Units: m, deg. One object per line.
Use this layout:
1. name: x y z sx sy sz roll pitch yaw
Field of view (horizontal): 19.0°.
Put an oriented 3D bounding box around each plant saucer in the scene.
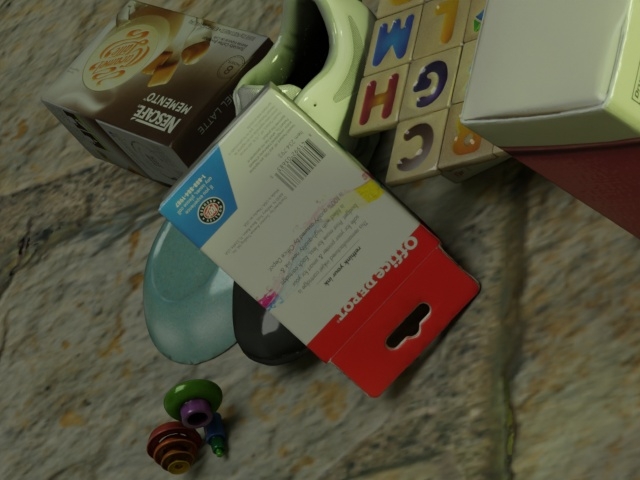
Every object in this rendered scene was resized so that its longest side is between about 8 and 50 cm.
1. plant saucer: -0.108 0.016 1.748 0.195 0.037 0.195 -26 50 36

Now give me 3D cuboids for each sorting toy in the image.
1. sorting toy: -0.110 0.167 1.642 0.042 0.061 0.102 -108 34 -41

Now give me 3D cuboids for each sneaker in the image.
1. sneaker: -0.033 -0.064 1.616 0.122 0.146 0.330 2 71 36

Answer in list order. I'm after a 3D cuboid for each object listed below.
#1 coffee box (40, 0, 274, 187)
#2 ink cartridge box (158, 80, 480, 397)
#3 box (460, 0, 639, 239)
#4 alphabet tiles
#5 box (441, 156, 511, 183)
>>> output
1. coffee box: -0.133 -0.129 1.783 0.141 0.098 0.246 -50 36 -13
2. ink cartridge box: 0.000 0.000 1.524 0.134 0.231 0.078 -46 8 5
3. box: 0.224 -0.102 1.288 0.127 0.232 0.149 -4 65 46
4. alphabet tiles: 0.146 -0.209 1.522 0.285 0.011 0.342 -13 56 45
5. box: 0.208 -0.208 1.510 0.322 0.058 0.232 -25 51 35
